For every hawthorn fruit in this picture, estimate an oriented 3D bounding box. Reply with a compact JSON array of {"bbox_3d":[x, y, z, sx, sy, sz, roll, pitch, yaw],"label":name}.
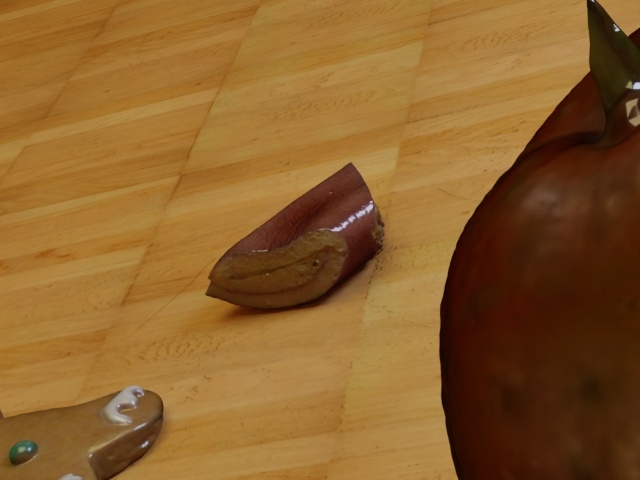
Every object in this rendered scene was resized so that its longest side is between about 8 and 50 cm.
[{"bbox_3d":[0.241,0.038,0.739,0.403,0.403,0.403,-16,28,9],"label":"hawthorn fruit"}]

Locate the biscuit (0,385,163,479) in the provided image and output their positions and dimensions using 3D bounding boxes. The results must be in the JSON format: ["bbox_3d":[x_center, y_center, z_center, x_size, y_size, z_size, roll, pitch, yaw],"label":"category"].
[{"bbox_3d":[-0.302,0.190,1.223,0.340,0.047,0.216,-6,30,25],"label":"biscuit"}]

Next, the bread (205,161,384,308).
[{"bbox_3d":[0.000,0.001,1.334,0.192,0.067,0.119,-36,24,-29],"label":"bread"}]
